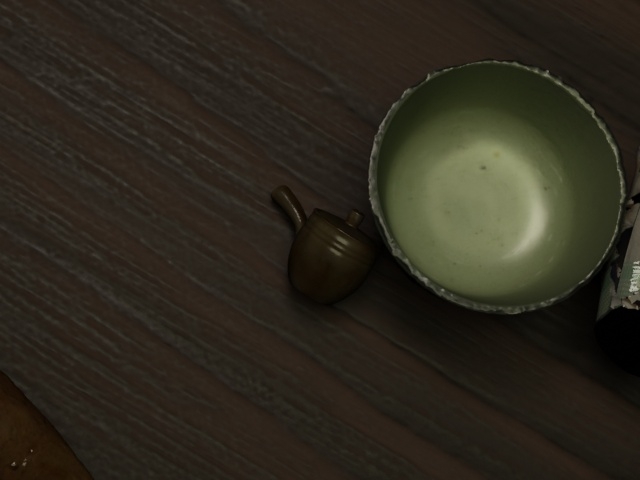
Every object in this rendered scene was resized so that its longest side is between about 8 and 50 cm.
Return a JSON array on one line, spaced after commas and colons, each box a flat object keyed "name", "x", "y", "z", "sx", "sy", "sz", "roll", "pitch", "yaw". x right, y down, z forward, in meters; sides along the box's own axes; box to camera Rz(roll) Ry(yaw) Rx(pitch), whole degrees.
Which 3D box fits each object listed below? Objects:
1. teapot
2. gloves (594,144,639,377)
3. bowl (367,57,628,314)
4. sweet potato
[{"name": "teapot", "x": 0.000, "y": 0.000, "z": 1.493, "sx": 0.110, "sy": 0.085, "sz": 0.080, "roll": 36, "pitch": 99, "yaw": 29}, {"name": "gloves", "x": 0.290, "y": 0.008, "z": 1.505, "sx": 0.128, "sy": 0.111, "sz": 0.212, "roll": 29, "pitch": 46, "yaw": 1}, {"name": "bowl", "x": 0.134, "y": -0.033, "z": 1.482, "sx": 0.211, "sy": 0.112, "sz": 0.211, "roll": 2, "pitch": 77, "yaw": -8}, {"name": "sweet potato", "x": -0.300, "y": 0.131, "z": 1.376, "sx": 0.337, "sy": 0.131, "sz": 0.131, "roll": 30, "pitch": 76, "yaw": 0}]
